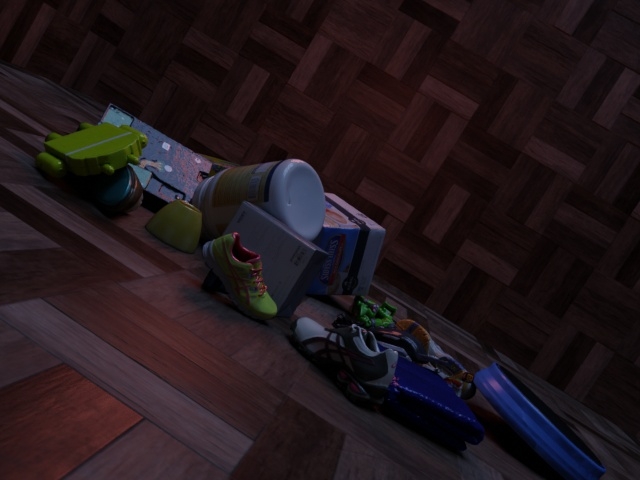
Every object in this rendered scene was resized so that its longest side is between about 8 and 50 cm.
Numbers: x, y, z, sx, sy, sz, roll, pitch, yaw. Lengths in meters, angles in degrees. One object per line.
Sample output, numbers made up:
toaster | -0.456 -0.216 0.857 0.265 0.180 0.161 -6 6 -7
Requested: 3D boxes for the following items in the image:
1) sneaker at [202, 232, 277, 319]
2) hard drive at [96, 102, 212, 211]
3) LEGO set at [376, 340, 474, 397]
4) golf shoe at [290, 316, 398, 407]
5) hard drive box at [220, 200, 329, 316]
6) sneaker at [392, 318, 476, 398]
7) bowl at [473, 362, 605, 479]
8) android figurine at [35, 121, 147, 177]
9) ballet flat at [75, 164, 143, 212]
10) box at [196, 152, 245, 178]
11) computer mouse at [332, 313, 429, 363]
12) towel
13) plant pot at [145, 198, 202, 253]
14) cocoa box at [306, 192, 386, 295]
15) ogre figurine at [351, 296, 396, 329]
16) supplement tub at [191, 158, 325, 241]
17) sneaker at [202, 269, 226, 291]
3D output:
sneaker | -0.149 0.073 1.320 0.208 0.094 0.081 52 23 -11
hard drive | -0.488 -0.213 1.817 0.339 0.064 0.236 30 44 -23
LEGO set | 0.258 0.323 1.585 0.244 0.060 0.182 14 -19 23
golf shoe | 0.049 0.213 1.282 0.105 0.120 0.273 24 8 -47
hard drive box | -0.127 0.043 1.520 0.232 0.181 0.089 35 6 23
sneaker | 0.305 0.338 1.779 0.131 0.112 0.296 42 3 -45
bowl | 0.561 0.468 1.657 0.391 0.077 0.391 42 6 -6
android figurine | -0.525 -0.212 1.501 0.273 0.056 0.248 25 42 38
ballet flat | -0.501 -0.133 1.557 0.342 0.116 0.124 31 -16 42
box | -0.304 -0.162 2.135 0.279 0.176 0.290 15 9 -12
computer mouse | 0.161 0.247 1.707 0.262 0.060 0.184 22 0 35
towel | 0.200 0.325 1.375 0.228 0.076 0.308 27 4 -9
plant pot | -0.341 -0.044 1.561 0.134 0.095 0.134 31 5 -3
cocoa box | 0.000 0.000 2.048 0.228 0.231 0.347 4 21 -31
ogre figurine | 0.164 0.226 1.964 0.118 0.096 0.197 19 -5 -8
supplement tub | -0.170 -0.093 1.748 0.316 0.228 0.228 -3 -16 34
sneaker | -0.209 0.081 1.386 0.059 0.053 0.144 34 6 5
